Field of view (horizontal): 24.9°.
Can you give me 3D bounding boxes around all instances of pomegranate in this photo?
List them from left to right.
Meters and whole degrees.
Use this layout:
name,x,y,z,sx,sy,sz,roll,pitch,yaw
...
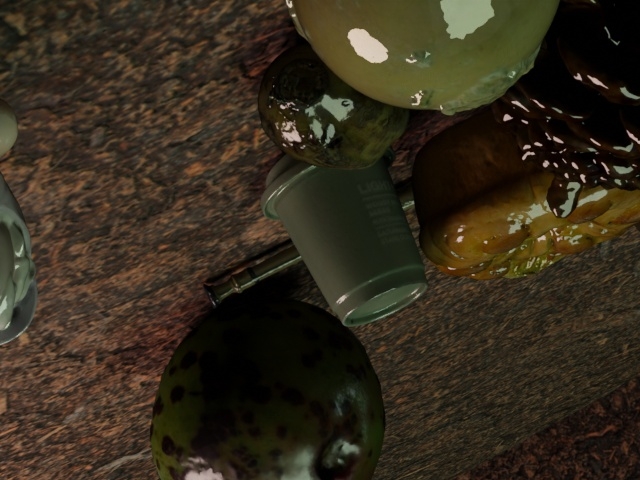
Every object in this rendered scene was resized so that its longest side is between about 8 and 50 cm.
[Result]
name,x,y,z,sx,sy,sz,roll,pitch,yaw
pomegranate,-0.061,0.164,1.444,0.242,0.242,0.306,-26,-158,-6

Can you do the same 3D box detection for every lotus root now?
name,x,y,z,sx,sy,sz,roll,pitch,yaw
lotus root,0.009,-0.094,1.023,0.089,0.080,0.179,-47,162,12

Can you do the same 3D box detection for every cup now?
name,x,y,z,sx,sy,sz,roll,pitch,yaw
cup,0.027,-0.009,1.177,0.120,0.141,0.120,-26,163,-8

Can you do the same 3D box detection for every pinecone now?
name,x,y,z,sx,sy,sz,roll,pitch,yaw
pinecone,0.225,-0.156,0.978,0.309,0.244,0.244,-56,154,12

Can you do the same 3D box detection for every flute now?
name,x,y,z,sx,sy,sz,roll,pitch,yaw
flute,0.000,0.000,1.338,0.233,0.027,0.027,-27,161,-5

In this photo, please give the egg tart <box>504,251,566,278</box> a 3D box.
name,x,y,z,sx,sy,sz,roll,pitch,yaw
egg tart,0.251,-0.005,1.636,0.130,0.052,0.130,-25,162,-8

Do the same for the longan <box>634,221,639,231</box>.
name,x,y,z,sx,sy,sz,roll,pitch,yaw
longan,0.394,-0.085,1.350,0.248,0.248,0.248,-25,161,-9

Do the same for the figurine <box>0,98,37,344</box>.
name,x,y,z,sx,sy,sz,roll,pitch,yaw
figurine,-0.255,-0.011,0.797,0.200,0.133,0.276,-57,158,-6

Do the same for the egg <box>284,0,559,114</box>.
name,x,y,z,sx,sy,sz,roll,pitch,yaw
egg,0.061,-0.156,0.822,0.164,0.164,0.201,-27,164,-5

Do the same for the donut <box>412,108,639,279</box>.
name,x,y,z,sx,sy,sz,roll,pitch,yaw
donut,0.179,-0.045,1.207,0.226,0.114,0.226,-14,167,-3

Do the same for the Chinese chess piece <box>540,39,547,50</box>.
name,x,y,z,sx,sy,sz,roll,pitch,yaw
Chinese chess piece,0.225,-0.151,1.224,0.122,0.051,0.122,-26,161,-9
